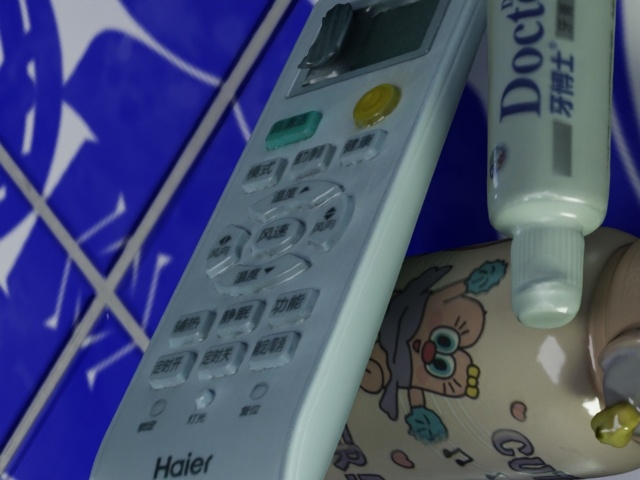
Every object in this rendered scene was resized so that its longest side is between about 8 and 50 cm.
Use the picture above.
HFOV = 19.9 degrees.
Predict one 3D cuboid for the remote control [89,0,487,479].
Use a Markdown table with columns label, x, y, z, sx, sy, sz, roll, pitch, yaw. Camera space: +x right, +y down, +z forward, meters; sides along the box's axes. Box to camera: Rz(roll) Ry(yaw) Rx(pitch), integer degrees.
| label | x | y | z | sx | sy | sz | roll | pitch | yaw |
| --- | --- | --- | --- | --- | --- | --- | --- | --- | --- |
| remote control | -0.001 | -0.001 | 0.712 | 0.103 | 0.051 | 0.293 | -13 | 44 | 40 |

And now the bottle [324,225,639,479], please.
| label | x | y | z | sx | sy | sz | roll | pitch | yaw |
| --- | --- | --- | --- | --- | --- | --- | --- | --- | --- |
| bottle | 0.084 | 0.047 | 0.697 | 0.209 | 0.110 | 0.097 | -12 | 104 | 41 |

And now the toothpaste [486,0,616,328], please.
| label | x | y | z | sx | sy | sz | roll | pitch | yaw |
| --- | --- | --- | --- | --- | --- | --- | --- | --- | --- |
| toothpaste | 0.087 | -0.086 | 0.687 | 0.067 | 0.037 | 0.255 | -15 | 58 | 35 |
